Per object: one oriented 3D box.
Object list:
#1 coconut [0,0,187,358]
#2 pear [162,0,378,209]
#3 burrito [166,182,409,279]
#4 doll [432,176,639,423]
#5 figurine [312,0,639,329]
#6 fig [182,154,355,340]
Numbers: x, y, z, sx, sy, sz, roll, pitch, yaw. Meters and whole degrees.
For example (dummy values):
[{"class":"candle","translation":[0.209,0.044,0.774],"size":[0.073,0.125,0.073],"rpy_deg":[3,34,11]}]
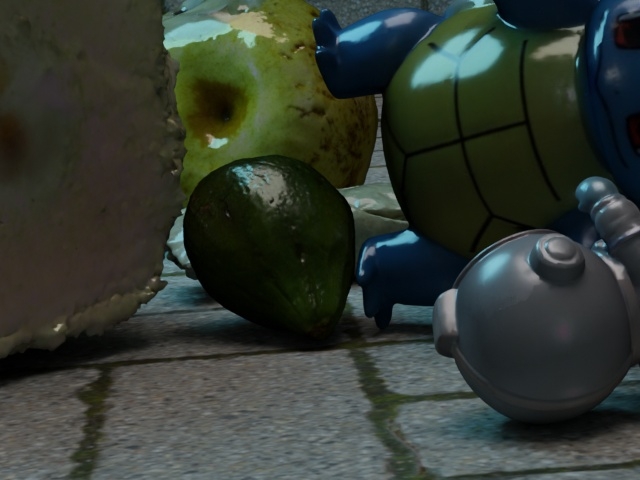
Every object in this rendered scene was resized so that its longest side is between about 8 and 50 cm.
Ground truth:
[{"class":"coconut","translation":[-0.314,-0.101,1.320],"size":[0.405,0.404,0.404],"rpy_deg":[-4,9,1]},{"class":"pear","translation":[-0.069,-0.109,1.770],"size":[0.271,0.271,0.271],"rpy_deg":[-4,9,1]},{"class":"burrito","translation":[0.057,-0.018,1.551],"size":[0.392,0.076,0.117],"rpy_deg":[-9,23,-19]},{"class":"doll","translation":[0.201,0.032,1.056],"size":[0.287,0.151,0.151],"rpy_deg":[-13,11,-13]},{"class":"figurine","translation":[0.132,-0.059,1.277],"size":[0.243,0.298,0.416],"rpy_deg":[-1,-8,-21]},{"class":"fig","translation":[-0.030,0.019,1.323],"size":[0.123,0.123,0.156],"rpy_deg":[-5,47,-10]}]
